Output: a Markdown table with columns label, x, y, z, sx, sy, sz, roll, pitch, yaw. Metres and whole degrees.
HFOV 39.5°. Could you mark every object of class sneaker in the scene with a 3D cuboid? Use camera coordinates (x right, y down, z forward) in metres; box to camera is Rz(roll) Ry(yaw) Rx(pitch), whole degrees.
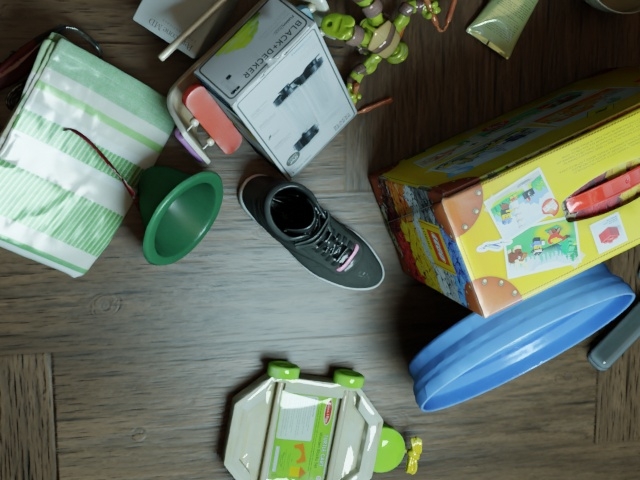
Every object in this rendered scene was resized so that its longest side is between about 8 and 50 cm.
| label | x | y | z | sx | sy | sz | roll | pitch | yaw |
| --- | --- | --- | --- | --- | --- | --- | --- | --- | --- |
| sneaker | 0.000 | 0.000 | 1.463 | 0.296 | 0.147 | 0.104 | 37 | 87 | -17 |

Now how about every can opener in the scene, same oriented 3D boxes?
| label | x | y | z | sx | sy | sz | roll | pitch | yaw |
| --- | --- | --- | --- | --- | --- | --- | --- | --- | --- |
| can opener | 0.597 | 0.124 | 1.673 | 0.093 | 0.074 | 0.280 | 39 | 86 | 19 |

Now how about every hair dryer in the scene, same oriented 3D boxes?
| label | x | y | z | sx | sy | sz | roll | pitch | yaw |
| --- | --- | --- | --- | --- | --- | --- | --- | --- | --- |
| hair dryer | -0.497 | -0.237 | 1.354 | 0.294 | 0.080 | 0.223 | 11 | 93 | -29 |

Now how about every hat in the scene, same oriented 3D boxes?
| label | x | y | z | sx | sy | sz | roll | pitch | yaw |
| --- | --- | --- | --- | --- | --- | --- | --- | --- | --- |
| hat | -0.277 | -0.089 | 1.424 | 0.184 | 0.208 | 0.173 | 36 | 51 | 20 |

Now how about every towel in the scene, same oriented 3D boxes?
| label | x | y | z | sx | sy | sz | roll | pitch | yaw |
| --- | --- | --- | --- | --- | --- | --- | --- | --- | --- |
| towel | -0.385 | -0.120 | 1.373 | 0.248 | 0.038 | 0.324 | 29 | 89 | -39 |

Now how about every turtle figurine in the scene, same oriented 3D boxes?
| label | x | y | z | sx | sy | sz | roll | pitch | yaw |
| --- | --- | --- | --- | --- | --- | --- | --- | --- | --- |
| turtle figurine | 0.098 | -0.344 | 1.439 | 0.269 | 0.087 | 0.217 | -47 | 149 | 10 |

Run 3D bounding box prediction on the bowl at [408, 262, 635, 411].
| label | x | y | z | sx | sy | sz | roll | pitch | yaw |
| --- | --- | --- | --- | --- | --- | --- | --- | --- | --- |
| bowl | 0.320 | 0.157 | 1.462 | 0.391 | 0.391 | 0.077 | -24 | 70 | -9 |

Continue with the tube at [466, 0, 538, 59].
| label | x | y | z | sx | sy | sz | roll | pitch | yaw |
| --- | --- | --- | --- | --- | --- | --- | --- | --- | --- |
| tube | 0.349 | -0.439 | 1.532 | 0.070 | 0.062 | 0.240 | 34 | 96 | 28 |

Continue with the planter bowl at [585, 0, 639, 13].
| label | x | y | z | sx | sy | sz | roll | pitch | yaw |
| --- | --- | --- | --- | --- | --- | --- | --- | --- | --- |
| planter bowl | 0.499 | -0.466 | 1.532 | 0.162 | 0.109 | 0.162 | -2 | 98 | -14 |

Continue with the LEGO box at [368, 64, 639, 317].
| label | x | y | z | sx | sy | sz | roll | pitch | yaw |
| --- | --- | --- | --- | --- | --- | --- | --- | --- | --- |
| LEGO box | 0.375 | -0.103 | 1.421 | 0.500 | 0.372 | 0.193 | -25 | 103 | -8 |

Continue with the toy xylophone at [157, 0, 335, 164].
| label | x | y | z | sx | sy | sz | roll | pitch | yaw |
| --- | --- | --- | --- | --- | --- | --- | --- | --- | --- |
| toy xylophone | -0.122 | -0.273 | 1.372 | 0.081 | 0.236 | 0.322 | 43 | 93 | 22 |

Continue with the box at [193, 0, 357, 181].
| label | x | y | z | sx | sy | sz | roll | pitch | yaw |
| --- | --- | --- | --- | --- | --- | --- | --- | --- | --- |
| box | -0.057 | -0.222 | 1.348 | 0.169 | 0.290 | 0.087 | -46 | 68 | -2 |

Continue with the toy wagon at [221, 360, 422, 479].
| label | x | y | z | sx | sy | sz | roll | pitch | yaw |
| --- | --- | --- | --- | --- | --- | --- | --- | --- | --- |
| toy wagon | 0.007 | 0.355 | 1.559 | 0.345 | 0.068 | 0.267 | 9 | 96 | -15 |

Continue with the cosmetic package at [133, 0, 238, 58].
| label | x | y | z | sx | sy | sz | roll | pitch | yaw |
| --- | --- | --- | --- | --- | --- | --- | --- | --- | --- |
| cosmetic package | -0.173 | -0.403 | 1.346 | 0.117 | 0.085 | 0.231 | 33 | 110 | 0 |
